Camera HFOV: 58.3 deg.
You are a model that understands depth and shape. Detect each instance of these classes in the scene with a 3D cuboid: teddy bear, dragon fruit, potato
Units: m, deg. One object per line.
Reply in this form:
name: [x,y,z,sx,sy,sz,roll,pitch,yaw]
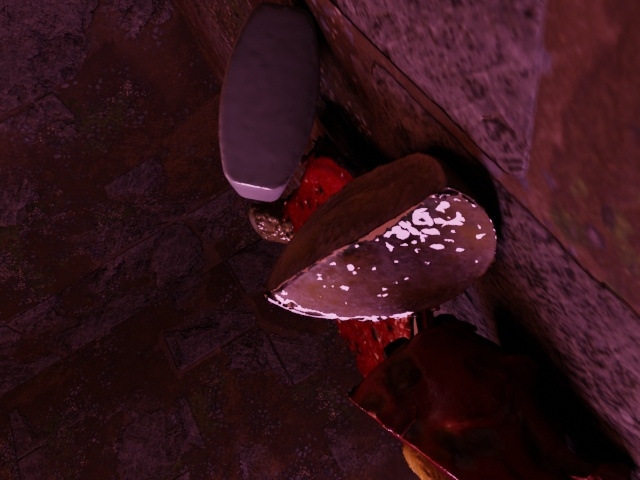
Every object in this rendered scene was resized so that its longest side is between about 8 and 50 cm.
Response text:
teddy bear: [0.000,0.000,1.087,0.267,0.156,0.256,46,177,-2]
dragon fruit: [0.072,0.031,0.700,0.282,0.100,0.343,118,131,-65]
dragon fruit: [0.185,0.186,0.535,0.211,0.134,0.262,37,178,46]
potato: [0.066,-0.002,0.527,0.120,0.261,0.100,31,-128,-24]

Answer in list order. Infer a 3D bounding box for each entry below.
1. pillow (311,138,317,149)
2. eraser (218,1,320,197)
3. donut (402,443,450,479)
pillow: [0.045,-0.062,0.906,0.217,0.033,0.130,58,177,2]
eraser: [-0.066,-0.147,0.707,0.290,0.104,0.189,-161,84,-84]
donut: [0.209,0.354,0.772,0.259,0.101,0.152,62,171,17]
